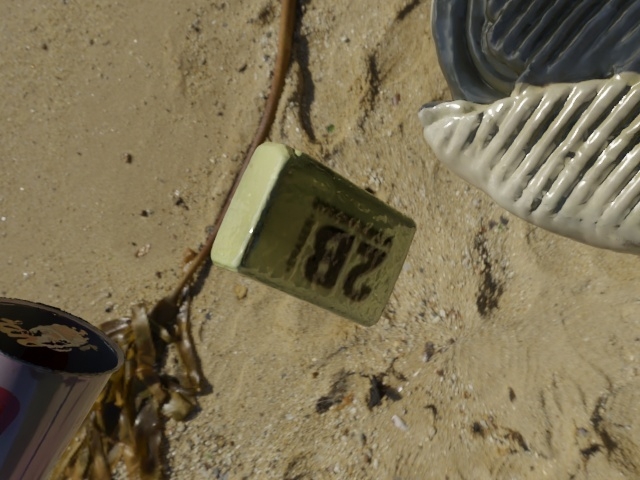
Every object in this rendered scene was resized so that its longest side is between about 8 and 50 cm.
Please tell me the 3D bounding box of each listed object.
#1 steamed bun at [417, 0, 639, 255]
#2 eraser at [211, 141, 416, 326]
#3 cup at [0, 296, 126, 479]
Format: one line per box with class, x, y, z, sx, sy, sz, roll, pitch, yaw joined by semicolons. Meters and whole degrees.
steamed bun;0.271;-0.155;0.524;0.324;0.219;0.309;15;107;29
eraser;0.000;0.000;0.524;0.058;0.172;0.117;19;83;54
cup;-0.399;0.239;0.721;0.203;0.203;0.288;27;94;16
